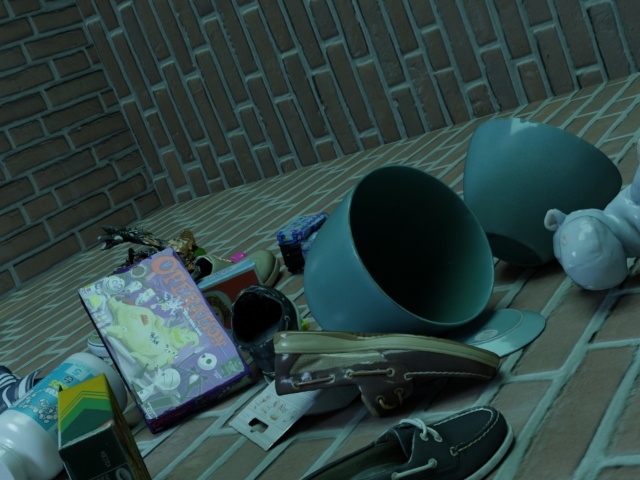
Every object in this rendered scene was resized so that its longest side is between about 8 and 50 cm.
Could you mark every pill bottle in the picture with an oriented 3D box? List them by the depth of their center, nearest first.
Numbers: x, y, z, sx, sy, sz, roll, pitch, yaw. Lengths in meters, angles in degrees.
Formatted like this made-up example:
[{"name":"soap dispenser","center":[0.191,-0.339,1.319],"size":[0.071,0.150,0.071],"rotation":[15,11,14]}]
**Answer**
[{"name":"pill bottle","center":[-0.477,0.328,1.739],"size":[0.146,0.146,0.264],"rotation":[-11,24,40]}]

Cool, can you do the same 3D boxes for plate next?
[{"name":"plate","center":[0.266,0.147,1.570],"size":[0.188,0.024,0.188],"rotation":[-20,12,4]}]

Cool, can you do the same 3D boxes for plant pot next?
[{"name":"plant pot","center":[0.108,0.055,1.663],"size":[0.293,0.293,0.235],"rotation":[-33,-6,-43]},{"name":"plant pot","center":[0.382,-0.066,1.808],"size":[0.290,0.290,0.195],"rotation":[-2,59,58]}]

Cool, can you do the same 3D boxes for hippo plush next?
[{"name":"hippo plush","center":[0.473,-0.042,1.540],"size":[0.237,0.234,0.294],"rotation":[-18,13,15]}]

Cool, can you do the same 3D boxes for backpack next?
[{"name":"backpack","center":[0.000,0.000,2.440],"size":[0.173,0.116,0.158],"rotation":[-7,20,40]}]

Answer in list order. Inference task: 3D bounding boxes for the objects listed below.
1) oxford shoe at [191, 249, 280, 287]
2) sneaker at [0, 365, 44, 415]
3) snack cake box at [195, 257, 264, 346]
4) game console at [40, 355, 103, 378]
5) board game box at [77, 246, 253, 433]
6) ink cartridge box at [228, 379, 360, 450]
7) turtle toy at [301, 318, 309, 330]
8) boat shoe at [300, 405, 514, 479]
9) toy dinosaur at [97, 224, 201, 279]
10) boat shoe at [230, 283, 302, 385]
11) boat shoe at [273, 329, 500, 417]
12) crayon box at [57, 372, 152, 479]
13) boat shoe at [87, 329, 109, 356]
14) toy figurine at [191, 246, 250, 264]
[{"name":"oxford shoe","center":[-0.226,0.087,2.368],"size":[0.141,0.146,0.397],"rotation":[-15,14,31]},{"name":"sneaker","center":[-0.590,0.298,1.925],"size":[0.153,0.099,0.282],"rotation":[-29,19,-3]},{"name":"snack cake box","center":[-0.236,0.160,2.064],"size":[0.264,0.152,0.089],"rotation":[-23,12,-8]},{"name":"game console","center":[-0.646,0.375,2.060],"size":[0.342,0.060,0.386],"rotation":[-18,12,13]},{"name":"board game box","center":[-0.297,0.178,1.845],"size":[0.208,0.056,0.347],"rotation":[-24,53,-21]},{"name":"ink cartridge box","center":[-0.026,0.255,1.593],"size":[0.224,0.056,0.181],"rotation":[-45,19,-15]},{"name":"turtle toy","center":[-0.087,0.177,1.938],"size":[0.130,0.066,0.095],"rotation":[-17,13,20]},{"name":"boat shoe","center":[0.101,0.267,1.173],"size":[0.303,0.091,0.114],"rotation":[-28,14,-26]},{"name":"toy dinosaur","center":[-0.350,0.056,2.112],"size":[0.219,0.164,0.322],"rotation":[5,3,13]},{"name":"boat shoe","center":[-0.112,0.147,1.819],"size":[0.127,0.113,0.340],"rotation":[-32,28,5]},{"name":"boat shoe","center":[0.092,0.201,1.453],"size":[0.342,0.123,0.123],"rotation":[2,-9,13]},{"name":"crayon box","center":[-0.301,0.314,1.395],"size":[0.081,0.202,0.318],"rotation":[-24,13,-12]},{"name":"boat shoe","center":[-0.457,0.211,2.351],"size":[0.302,0.094,0.109],"rotation":[-11,16,38]},{"name":"toy figurine","center":[-0.241,0.079,2.598],"size":[0.159,0.130,0.173],"rotation":[-4,-7,17]}]
